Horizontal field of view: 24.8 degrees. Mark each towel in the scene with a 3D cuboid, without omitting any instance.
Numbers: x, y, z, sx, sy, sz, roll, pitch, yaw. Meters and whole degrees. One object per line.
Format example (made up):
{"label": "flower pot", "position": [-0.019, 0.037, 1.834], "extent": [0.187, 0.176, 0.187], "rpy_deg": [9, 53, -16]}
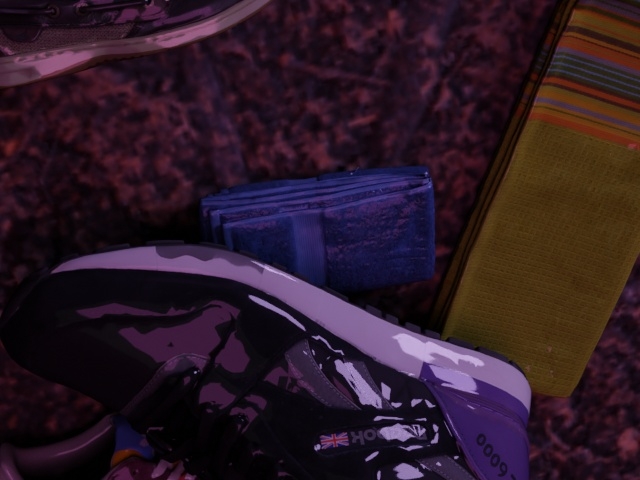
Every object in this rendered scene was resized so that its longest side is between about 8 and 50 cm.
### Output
{"label": "towel", "position": [0.000, 0.000, 0.727], "extent": [0.120, 0.029, 0.067], "rpy_deg": [-9, 119, -9]}
{"label": "towel", "position": [0.134, -0.024, 0.752], "extent": [0.102, 0.021, 0.237], "rpy_deg": [13, 113, -18]}

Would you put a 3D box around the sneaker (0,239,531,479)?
{"label": "sneaker", "position": [-0.016, 0.093, 0.697], "extent": [0.283, 0.124, 0.107], "rpy_deg": [17, 142, -20]}

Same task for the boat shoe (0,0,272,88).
{"label": "boat shoe", "position": [-0.088, -0.109, 0.635], "extent": [0.152, 0.056, 0.049], "rpy_deg": [-19, 125, -3]}

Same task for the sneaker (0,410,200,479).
{"label": "sneaker", "position": [-0.074, 0.126, 0.751], "extent": [0.186, 0.069, 0.083], "rpy_deg": [-10, 124, -9]}
